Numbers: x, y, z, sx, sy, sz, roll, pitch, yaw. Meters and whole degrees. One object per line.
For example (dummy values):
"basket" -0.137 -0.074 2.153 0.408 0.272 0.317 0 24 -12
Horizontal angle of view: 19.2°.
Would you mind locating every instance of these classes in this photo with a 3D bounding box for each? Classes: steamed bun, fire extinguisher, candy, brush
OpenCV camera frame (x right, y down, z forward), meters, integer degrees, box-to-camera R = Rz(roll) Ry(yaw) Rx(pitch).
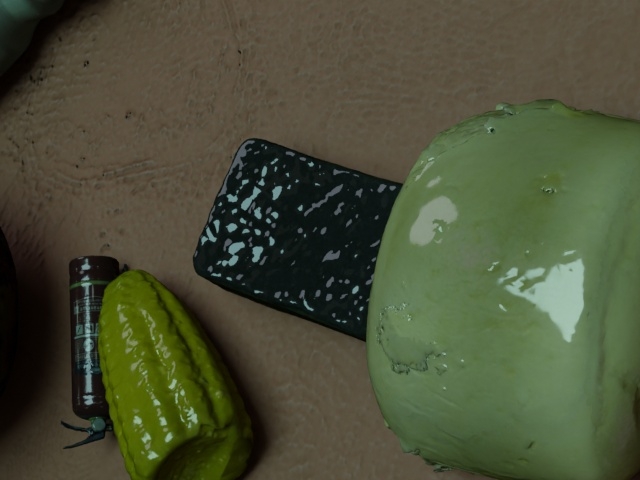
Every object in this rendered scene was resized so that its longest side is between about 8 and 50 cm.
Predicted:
"steamed bun" 0.137 0.036 1.293 0.232 0.166 0.273 16 86 29
"fire extinguisher" -0.184 0.093 1.565 0.064 0.043 0.158 -1 73 -11
"candy" -0.127 0.105 1.498 0.106 0.094 0.199 -42 53 23
"brush" 0.000 0.000 1.461 0.197 0.059 0.123 18 85 34

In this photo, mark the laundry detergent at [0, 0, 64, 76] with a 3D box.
"laundry detergent" -0.379 -0.187 1.724 0.397 0.124 0.264 -13 69 27

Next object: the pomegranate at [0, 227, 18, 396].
"pomegranate" -0.406 0.083 1.609 0.340 0.285 0.285 -42 53 52
